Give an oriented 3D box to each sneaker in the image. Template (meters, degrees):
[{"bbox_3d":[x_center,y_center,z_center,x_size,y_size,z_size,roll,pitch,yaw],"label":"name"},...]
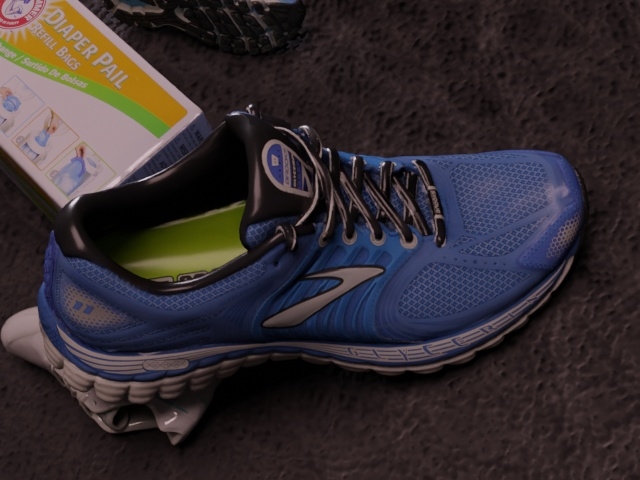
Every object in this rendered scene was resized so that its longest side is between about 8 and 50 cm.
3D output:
[{"bbox_3d":[0.000,0.000,1.119,0.330,0.147,0.129,-12,55,-10],"label":"sneaker"},{"bbox_3d":[-0.079,-0.180,1.328,0.162,0.063,0.073,18,63,26],"label":"sneaker"},{"bbox_3d":[-0.135,0.081,1.191,0.152,0.053,0.061,12,67,24],"label":"sneaker"}]

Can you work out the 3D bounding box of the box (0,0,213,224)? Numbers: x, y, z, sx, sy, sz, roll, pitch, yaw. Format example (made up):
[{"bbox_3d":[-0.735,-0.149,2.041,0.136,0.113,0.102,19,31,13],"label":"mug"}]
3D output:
[{"bbox_3d":[-0.155,-0.073,1.255,0.103,0.114,0.203,-41,55,-10],"label":"box"}]
